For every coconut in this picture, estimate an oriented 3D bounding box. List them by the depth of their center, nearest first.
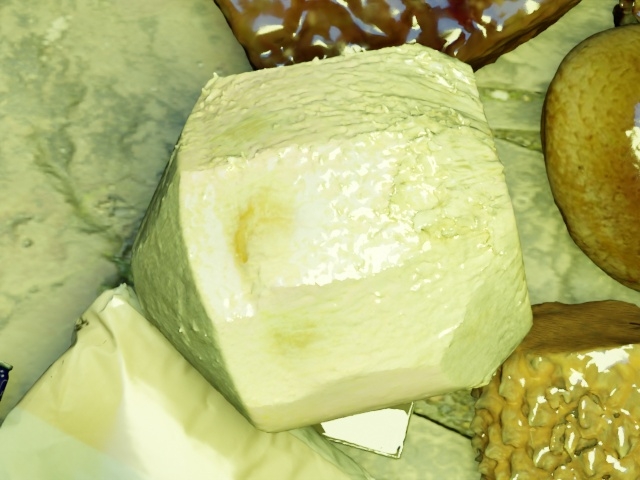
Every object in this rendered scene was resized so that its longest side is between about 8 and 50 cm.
[{"bbox_3d":[0.000,0.000,1.311,0.309,0.297,0.297,-13,81,2],"label":"coconut"}]

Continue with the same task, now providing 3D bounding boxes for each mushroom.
[{"bbox_3d":[0.326,-0.097,1.469,0.263,0.195,0.283,-10,79,-13],"label":"mushroom"}]

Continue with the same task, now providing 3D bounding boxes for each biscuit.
[{"bbox_3d":[0.068,-0.301,1.514,0.395,0.166,0.342,-30,84,-3],"label":"biscuit"}]

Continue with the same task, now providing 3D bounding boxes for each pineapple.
[{"bbox_3d":[0.237,0.242,1.429,0.223,0.223,0.357,1,100,0],"label":"pineapple"}]

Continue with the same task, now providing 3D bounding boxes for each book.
[{"bbox_3d":[-0.003,0.115,1.526,0.199,0.016,0.138,15,82,2],"label":"book"}]

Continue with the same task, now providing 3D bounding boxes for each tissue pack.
[{"bbox_3d":[-0.155,0.272,1.397,0.390,0.195,0.375,36,83,-4],"label":"tissue pack"}]

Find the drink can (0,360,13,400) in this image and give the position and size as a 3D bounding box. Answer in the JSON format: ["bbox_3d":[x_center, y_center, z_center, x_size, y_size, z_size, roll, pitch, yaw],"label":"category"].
[{"bbox_3d":[-0.364,0.210,1.472,0.097,0.097,0.235,20,81,3],"label":"drink can"}]
